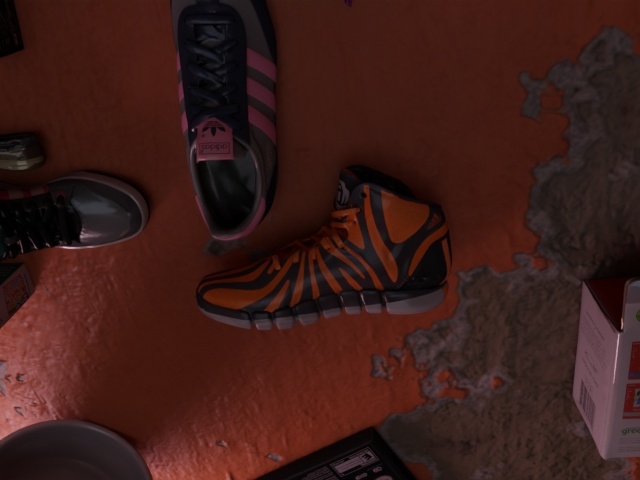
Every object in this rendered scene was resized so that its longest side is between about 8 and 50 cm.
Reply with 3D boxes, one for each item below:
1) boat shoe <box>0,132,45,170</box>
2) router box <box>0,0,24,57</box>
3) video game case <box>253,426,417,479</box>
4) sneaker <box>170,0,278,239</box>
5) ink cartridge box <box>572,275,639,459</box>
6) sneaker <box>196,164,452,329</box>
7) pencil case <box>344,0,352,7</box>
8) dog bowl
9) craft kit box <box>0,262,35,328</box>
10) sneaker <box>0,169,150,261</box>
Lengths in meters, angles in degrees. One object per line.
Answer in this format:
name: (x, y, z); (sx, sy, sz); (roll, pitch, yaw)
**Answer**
boat shoe: (-0.417, -0.117, 0.729); (0.152, 0.056, 0.049); (2, 114, -8)
router box: (-0.364, -0.252, 0.627); (0.038, 0.092, 0.123); (1, 118, 3)
video game case: (0.037, 0.455, 1.013); (0.274, 0.035, 0.248); (-30, 112, 17)
sneaker: (-0.101, -0.150, 0.643); (0.112, 0.131, 0.319); (-5, 118, 6)
ink cartridge box: (0.504, 0.125, 0.752); (0.309, 0.130, 0.272); (-4, 116, 5)
sneaker: (0.000, 0.000, 0.737); (0.321, 0.125, 0.180); (-7, 114, -5)
pencil case: (0.047, -0.314, 0.583); (0.070, 0.064, 0.152); (44, 116, 13)
dog bowl: (-0.387, 0.406, 0.883); (0.264, 0.265, 0.104); (25, 119, -9)
craft kit box: (-0.538, 0.112, 0.746); (0.249, 0.247, 0.061); (-3, 119, 4)
sneaker: (-0.369, -0.011, 0.708); (0.295, 0.178, 0.124); (-1, 118, 4)
